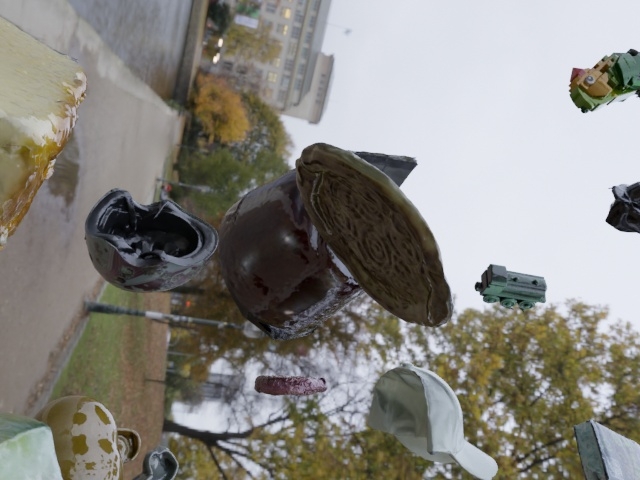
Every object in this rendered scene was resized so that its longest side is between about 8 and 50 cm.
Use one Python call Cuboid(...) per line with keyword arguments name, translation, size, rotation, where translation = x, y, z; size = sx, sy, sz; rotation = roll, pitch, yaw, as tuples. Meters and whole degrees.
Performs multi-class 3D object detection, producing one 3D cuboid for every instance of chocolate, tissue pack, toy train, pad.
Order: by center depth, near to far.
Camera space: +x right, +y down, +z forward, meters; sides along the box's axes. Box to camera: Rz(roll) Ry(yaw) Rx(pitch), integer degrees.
Cuboid(name="chocolate", translation=(0.000, 0.000, 1.337), size=(0.331, 0.384, 0.383), rotation=(-25, -131, 34))
Cuboid(name="toy train", translation=(0.456, 0.112, 1.403), size=(0.111, 0.171, 0.071), rotation=(107, -8, -59))
Cuboid(name="tissue pack", translation=(0.762, 0.582, 1.529), size=(0.073, 0.236, 0.173), rotation=(-41, -149, 35))
Cuboid(name="pad", translation=(0.139, -0.181, 1.653), size=(0.174, 0.233, 0.022), rotation=(122, -38, -46))

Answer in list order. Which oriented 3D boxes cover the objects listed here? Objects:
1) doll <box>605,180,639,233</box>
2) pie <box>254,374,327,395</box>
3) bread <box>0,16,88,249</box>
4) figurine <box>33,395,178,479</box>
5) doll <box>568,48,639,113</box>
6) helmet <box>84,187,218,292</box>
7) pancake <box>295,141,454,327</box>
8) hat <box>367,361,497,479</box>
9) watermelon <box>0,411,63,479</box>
Cuboid(name="doll", translation=(0.613, -0.043, 1.064), size=(0.088, 0.249, 0.127), rotation=(-109, -139, -68))
Cuboid(name="pie", translation=(-0.063, 0.300, 1.235), size=(0.153, 0.154, 0.038), rotation=(154, -62, -72))
Cuboid(name="bread", translation=(-0.335, -0.050, 0.452), size=(0.279, 0.207, 0.279), rotation=(-54, -151, 10))
Cuboid(name="figurine", translation=(-0.363, 0.369, 0.853), size=(0.342, 0.167, 0.284), rotation=(34, 47, -60))
Cuboid(name="doll", translation=(0.637, -0.340, 1.294), size=(0.106, 0.187, 0.134), rotation=(104, -27, -79))
Cuboid(name="helmet", translation=(-0.246, 0.016, 0.839), size=(0.107, 0.177, 0.153), rotation=(-63, -156, 27))
Cuboid(name="pancake", translation=(0.059, 0.002, 0.672), size=(0.031, 0.250, 0.250), rotation=(-38, -178, -19))
Cuboid(name="hat", translation=(0.270, 0.402, 1.306), size=(0.168, 0.301, 0.258), rotation=(-60, -161, -15))
Cuboid(name="watermelon", translation=(-0.285, 0.247, 0.367), size=(0.231, 0.193, 0.310), rotation=(63, 7, -11))
